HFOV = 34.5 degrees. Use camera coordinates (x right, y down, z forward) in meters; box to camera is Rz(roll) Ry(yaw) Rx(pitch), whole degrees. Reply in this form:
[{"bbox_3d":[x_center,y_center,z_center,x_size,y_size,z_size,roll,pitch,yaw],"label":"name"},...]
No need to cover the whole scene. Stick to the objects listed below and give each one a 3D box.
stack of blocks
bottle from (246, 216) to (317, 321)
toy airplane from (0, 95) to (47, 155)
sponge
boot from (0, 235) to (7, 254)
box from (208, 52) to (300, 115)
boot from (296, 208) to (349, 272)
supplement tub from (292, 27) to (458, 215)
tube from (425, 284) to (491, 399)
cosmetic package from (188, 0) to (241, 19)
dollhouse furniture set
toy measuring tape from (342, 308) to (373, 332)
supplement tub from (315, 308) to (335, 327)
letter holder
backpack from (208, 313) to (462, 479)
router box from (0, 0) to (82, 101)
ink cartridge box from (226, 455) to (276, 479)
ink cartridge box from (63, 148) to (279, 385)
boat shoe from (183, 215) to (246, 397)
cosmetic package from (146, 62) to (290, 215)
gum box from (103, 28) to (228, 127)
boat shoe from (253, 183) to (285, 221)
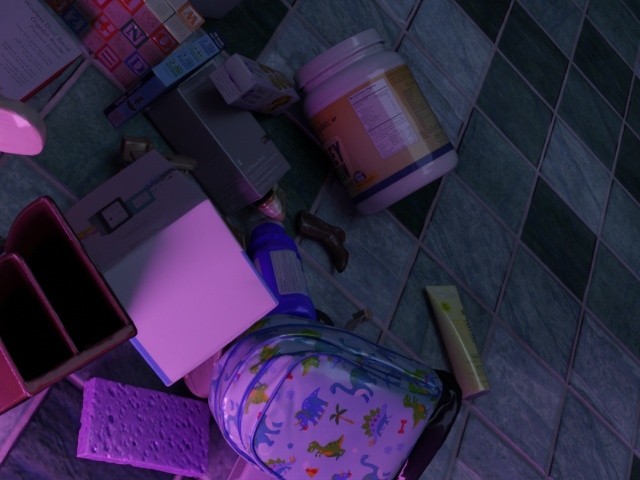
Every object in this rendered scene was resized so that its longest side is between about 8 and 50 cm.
[{"bbox_3d":[-0.360,-0.421,1.733,0.297,0.171,0.087,48,44,-13],"label":"stack of blocks"},{"bbox_3d":[-0.071,0.067,1.740,0.092,0.118,0.283,-6,37,-8],"label":"bottle"},{"bbox_3d":[-0.580,-0.170,1.258,0.386,0.384,0.272,52,19,-14],"label":"toy airplane"},{"bbox_3d":[-0.262,0.284,1.556,0.210,0.031,0.117,21,56,-36],"label":"sponge"},{"bbox_3d":[-0.553,-0.057,1.442,0.189,0.076,0.208,-11,70,-48],"label":"boot"},{"bbox_3d":[-0.112,-0.275,1.854,0.067,0.063,0.324,55,12,5],"label":"box"},{"bbox_3d":[0.000,0.000,1.948,0.114,0.037,0.106,28,39,-34],"label":"boot"},{"bbox_3d":[0.104,-0.232,2.029,0.228,0.228,0.316,-30,90,-47],"label":"supplement tub"},{"bbox_3d":[0.280,0.201,2.095,0.070,0.062,0.240,63,10,-69],"label":"tube"},{"bbox_3d":[-0.235,-0.678,1.944,0.161,0.230,0.453,0,70,-45],"label":"cosmetic package"},{"bbox_3d":[-0.274,-0.061,1.676,0.101,0.161,0.182,5,109,-21],"label":"dollhouse furniture set"},{"bbox_3d":[0.040,0.260,1.795,0.121,0.121,0.330,48,44,-13],"label":"toy measuring tape"},{"bbox_3d":[-0.048,0.200,1.749,0.106,0.106,0.198,51,43,-11],"label":"supplement tub"},{"bbox_3d":[-0.388,0.089,1.319,0.152,0.302,0.214,-31,91,-30],"label":"letter holder"},{"bbox_3d":[0.006,0.260,1.562,0.355,0.290,0.273,34,6,-9],"label":"backpack"},{"bbox_3d":[-0.574,-0.326,1.544,0.335,0.082,0.301,49,44,-13],"label":"router box"},{"bbox_3d":[-0.065,0.498,1.602,0.261,0.066,0.296,44,46,-16],"label":"ink cartridge box"},{"bbox_3d":[-0.228,0.029,1.477,0.197,0.270,0.198,-37,120,-8],"label":"ink cartridge box"},{"bbox_3d":[-0.162,0.100,1.685,0.116,0.123,0.324,19,58,-38],"label":"boat shoe"},{"bbox_3d":[-0.178,-0.178,1.826,0.238,0.107,0.127,54,41,-13],"label":"cosmetic package"},{"bbox_3d":[-0.263,-0.277,1.758,0.041,0.157,0.184,53,43,-10],"label":"gum box"},{"bbox_3d":[-0.085,-0.068,1.849,0.048,0.056,0.153,49,2,-11],"label":"boat shoe"}]
